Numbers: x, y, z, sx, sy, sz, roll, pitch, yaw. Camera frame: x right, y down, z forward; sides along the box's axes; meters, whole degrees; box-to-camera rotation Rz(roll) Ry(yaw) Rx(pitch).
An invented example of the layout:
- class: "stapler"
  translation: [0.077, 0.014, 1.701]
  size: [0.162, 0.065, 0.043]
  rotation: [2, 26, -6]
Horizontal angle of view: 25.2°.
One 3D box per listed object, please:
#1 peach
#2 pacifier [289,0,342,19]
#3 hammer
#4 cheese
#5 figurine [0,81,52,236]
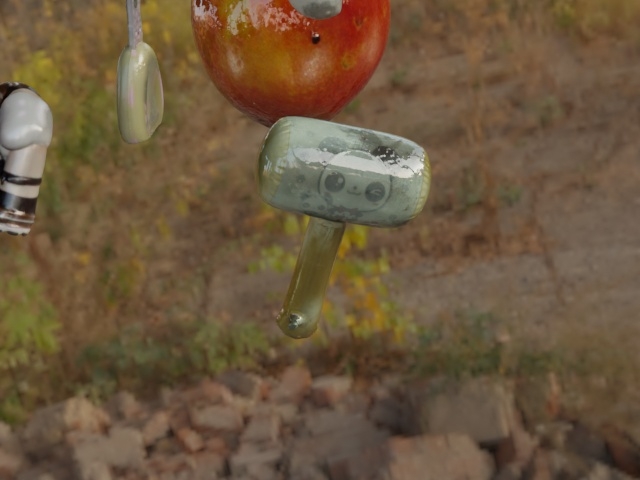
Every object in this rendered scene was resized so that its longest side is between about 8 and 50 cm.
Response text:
- class: "peach"
  translation: [-0.049, -0.387, 2.584]
  size: [0.388, 0.388, 0.388]
  rotation: [-12, 18, 4]
- class: "pacifier"
  translation: [-0.010, -0.428, 1.838]
  size: [0.332, 0.220, 0.273]
  rotation: [1, -16, 10]
- class: "hammer"
  translation: [0.000, 0.000, 1.681]
  size: [0.201, 0.305, 0.113]
  rotation: [11, 35, -11]
- class: "cheese"
  translation: [-0.217, -0.213, 1.691]
  size: [0.037, 0.192, 0.097]
  rotation: [5, 29, 11]
- class: "figurine"
  translation: [-0.535, -0.150, 1.954]
  size: [0.323, 0.196, 0.320]
  rotation: [7, 54, -20]
